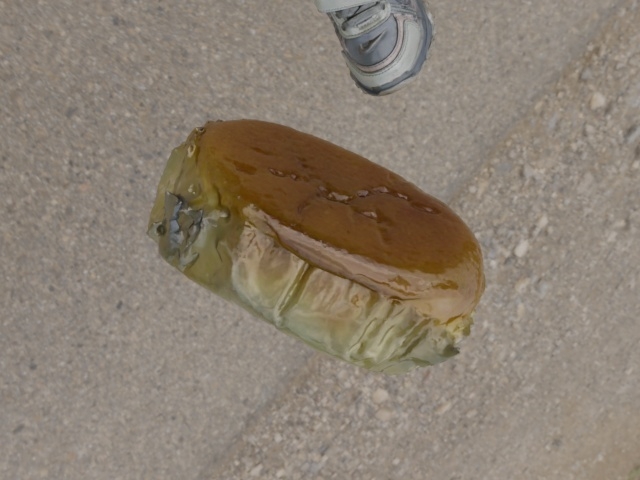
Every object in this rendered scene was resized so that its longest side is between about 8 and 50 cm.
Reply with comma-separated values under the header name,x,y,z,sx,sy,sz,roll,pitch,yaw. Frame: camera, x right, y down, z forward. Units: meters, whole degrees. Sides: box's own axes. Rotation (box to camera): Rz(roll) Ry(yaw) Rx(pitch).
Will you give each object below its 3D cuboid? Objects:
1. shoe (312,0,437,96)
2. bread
name,x,y,z,sx,sy,sz,roll,pitch,yaw
shoe,0.037,-0.217,0.583,0.089,0.180,0.092,-21,161,21
bread,0.001,-0.006,0.794,0.389,0.236,0.183,27,115,-3
